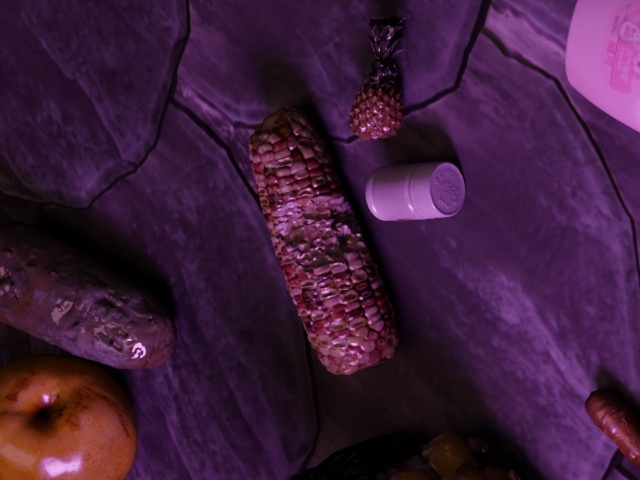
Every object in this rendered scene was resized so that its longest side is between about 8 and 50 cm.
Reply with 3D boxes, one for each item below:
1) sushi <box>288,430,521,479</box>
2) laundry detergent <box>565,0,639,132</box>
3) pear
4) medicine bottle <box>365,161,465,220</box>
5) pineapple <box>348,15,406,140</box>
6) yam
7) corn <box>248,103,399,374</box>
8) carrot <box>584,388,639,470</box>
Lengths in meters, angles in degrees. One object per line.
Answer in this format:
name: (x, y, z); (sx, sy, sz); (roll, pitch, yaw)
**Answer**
sushi: (0.083, 0.380, 1.882); (0.285, 0.329, 0.328); (-13, 94, 53)
laundry detergent: (0.358, -0.118, 1.543); (0.335, 0.088, 0.159); (33, 133, 30)
pear: (-0.327, 0.241, 2.315); (0.209, 0.209, 0.209); (21, 122, 38)
medicine bottle: (0.094, -0.049, 1.862); (0.089, 0.057, 0.057); (-3, 106, 46)
pineapple: (0.057, -0.163, 1.847); (0.058, 0.058, 0.124); (22, 122, 37)
yam: (-0.307, 0.072, 2.264); (0.330, 0.133, 0.133); (23, 123, 33)
corn: (0.000, 0.000, 1.952); (0.098, 0.098, 0.289); (-15, 96, 47)
carrot: (0.312, 0.205, 1.778); (0.165, 0.036, 0.035); (48, 135, 15)
